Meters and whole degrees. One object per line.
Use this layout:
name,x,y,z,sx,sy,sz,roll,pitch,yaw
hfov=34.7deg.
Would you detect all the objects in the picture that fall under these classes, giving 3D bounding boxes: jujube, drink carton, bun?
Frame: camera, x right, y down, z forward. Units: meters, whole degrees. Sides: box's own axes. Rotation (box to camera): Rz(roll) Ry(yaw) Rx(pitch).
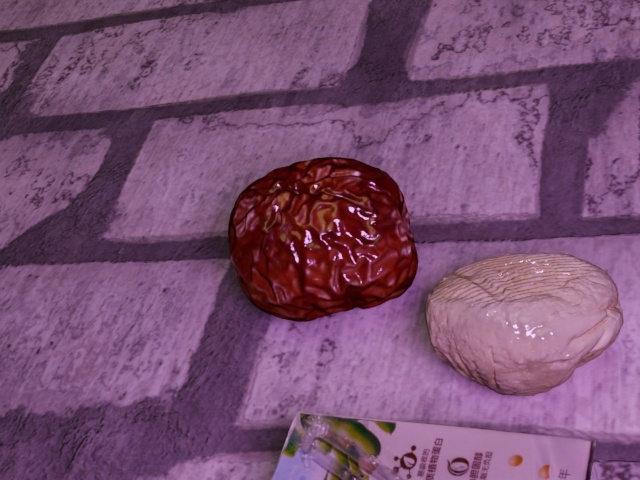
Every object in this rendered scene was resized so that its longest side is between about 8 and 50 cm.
jujube,0.000,0.000,1.311,0.232,0.213,0.213,-13,42,13
drink carton,0.107,0.291,1.004,0.324,0.132,0.194,1,47,27
bun,0.233,0.097,1.149,0.220,0.134,0.220,-8,16,2
